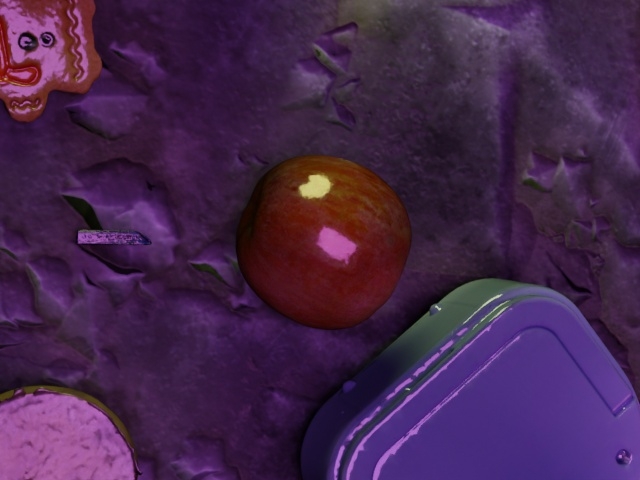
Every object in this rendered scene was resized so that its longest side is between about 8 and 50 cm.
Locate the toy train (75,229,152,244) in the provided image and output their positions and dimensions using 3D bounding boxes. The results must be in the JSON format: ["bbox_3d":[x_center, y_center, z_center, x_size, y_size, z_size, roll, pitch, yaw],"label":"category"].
[{"bbox_3d":[-0.227,-0.003,1.551,0.083,0.017,0.017,1,87,-19],"label":"toy train"}]

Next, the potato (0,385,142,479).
[{"bbox_3d":[-0.313,0.218,1.499,0.243,0.098,0.138,9,90,-16],"label":"potato"}]

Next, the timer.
[{"bbox_3d":[0.197,0.266,1.633,0.395,0.173,0.395,-1,94,-19],"label":"timer"}]

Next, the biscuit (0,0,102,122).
[{"bbox_3d":[-0.345,-0.205,1.486,0.225,0.036,0.166,-7,98,-17],"label":"biscuit"}]

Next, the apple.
[{"bbox_3d":[0.000,0.000,1.538,0.174,0.188,0.188,24,87,-13],"label":"apple"}]
